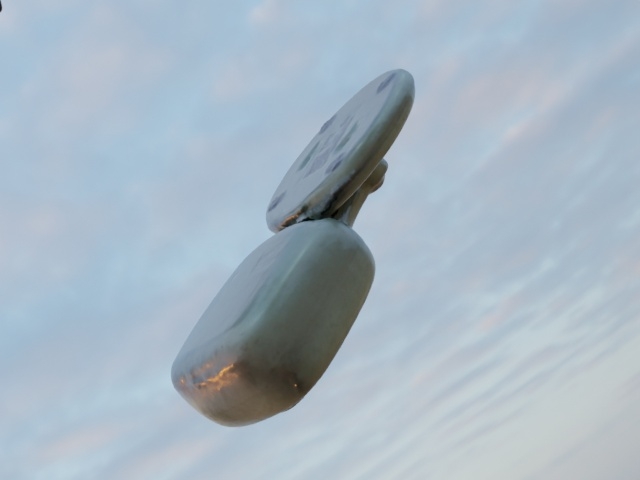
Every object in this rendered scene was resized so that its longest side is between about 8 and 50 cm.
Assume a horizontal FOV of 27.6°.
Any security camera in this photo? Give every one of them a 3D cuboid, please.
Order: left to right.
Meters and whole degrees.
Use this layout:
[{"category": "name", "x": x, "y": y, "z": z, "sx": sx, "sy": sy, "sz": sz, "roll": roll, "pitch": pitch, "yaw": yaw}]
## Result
[{"category": "security camera", "x": 0.000, "y": 0.000, "z": 0.947, "sx": 0.157, "sy": 0.080, "sz": 0.301, "roll": -31, "pitch": 26, "yaw": 54}]

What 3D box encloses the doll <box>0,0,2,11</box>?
[{"category": "doll", "x": -0.472, "y": -0.271, "z": 1.243, "sx": 0.318, "sy": 0.209, "sz": 0.340, "roll": 6, "pitch": 5, "yaw": -10}]
